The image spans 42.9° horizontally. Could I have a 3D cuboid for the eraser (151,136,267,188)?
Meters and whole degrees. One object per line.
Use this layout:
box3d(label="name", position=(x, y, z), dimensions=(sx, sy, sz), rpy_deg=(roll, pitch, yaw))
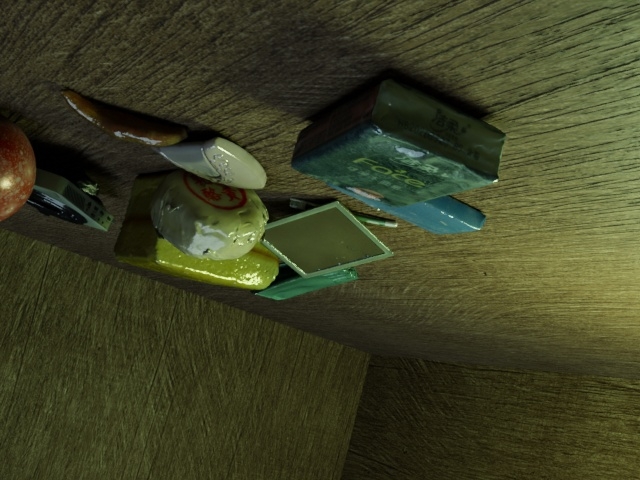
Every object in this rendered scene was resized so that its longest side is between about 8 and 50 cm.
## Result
box3d(label="eraser", position=(-0.206, -0.153, 1.716), dimensions=(0.204, 0.059, 0.243), rpy_deg=(3, 163, 42))

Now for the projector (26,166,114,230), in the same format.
box3d(label="projector", position=(-0.701, -0.114, 2.100), dimensions=(0.259, 0.079, 0.257), rpy_deg=(17, 164, 22))

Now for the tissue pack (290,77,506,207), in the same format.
box3d(label="tissue pack", position=(0.113, -0.144, 1.303), dimensions=(0.228, 0.103, 0.315), rpy_deg=(18, 167, -21))

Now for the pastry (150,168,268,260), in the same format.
box3d(label="pastry", position=(-0.241, -0.060, 1.790), dimensions=(0.265, 0.265, 0.133), rpy_deg=(24, 120, -15))

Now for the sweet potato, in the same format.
box3d(label="sweet potato", position=(-0.391, -0.231, 1.614), dimensions=(0.255, 0.058, 0.078), rpy_deg=(20, 150, -8))

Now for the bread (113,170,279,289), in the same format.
box3d(label="bread", position=(-0.292, -0.002, 2.059), dimensions=(0.361, 0.233, 0.245), rpy_deg=(24, 164, -37))

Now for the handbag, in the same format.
box3d(label="handbag", position=(-0.045, 0.082, 2.259), dimensions=(0.274, 0.100, 0.269), rpy_deg=(-17, 168, 14))

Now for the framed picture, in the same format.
box3d(label="framed picture", position=(0.000, 0.000, 1.969), dimensions=(0.293, 0.018, 0.231), rpy_deg=(-16, 136, 38))

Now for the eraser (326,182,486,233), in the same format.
box3d(label="eraser", position=(0.170, -0.082, 1.627), dimensions=(0.312, 0.043, 0.144), rpy_deg=(22, 165, -29))

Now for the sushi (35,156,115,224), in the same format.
box3d(label="sushi", position=(-0.710, -0.169, 2.229), dimensions=(0.320, 0.069, 0.339), rpy_deg=(24, 167, 0))

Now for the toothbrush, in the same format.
box3d(label="toothbrush", position=(0.053, -0.063, 1.891), dimensions=(0.257, 0.024, 0.018), rpy_deg=(12, 167, 7))

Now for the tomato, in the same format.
box3d(label="tomato", position=(-0.786, -0.160, 1.879), dimensions=(0.270, 0.270, 0.227), rpy_deg=(10, 166, 20))
